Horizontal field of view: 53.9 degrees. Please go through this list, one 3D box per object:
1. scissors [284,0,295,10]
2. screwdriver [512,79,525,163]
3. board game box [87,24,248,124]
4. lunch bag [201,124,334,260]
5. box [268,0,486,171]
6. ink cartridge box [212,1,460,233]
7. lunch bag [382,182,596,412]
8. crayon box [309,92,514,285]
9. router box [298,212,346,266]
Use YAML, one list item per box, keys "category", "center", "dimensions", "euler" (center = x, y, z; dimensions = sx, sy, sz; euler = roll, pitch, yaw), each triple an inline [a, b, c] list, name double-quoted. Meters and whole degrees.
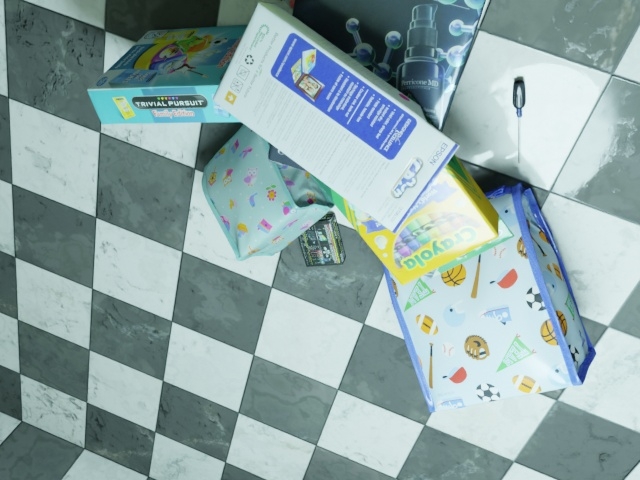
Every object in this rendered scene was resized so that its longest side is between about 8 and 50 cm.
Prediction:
- category: "scissors"
  center: [-0.057, -0.473, 1.200]
  dimensions: [0.297, 0.021, 0.109]
  euler: [36, 125, -4]
- category: "screwdriver"
  center: [0.382, -0.222, 1.202]
  dimensions: [0.025, 0.024, 0.170]
  euler: [17, 131, 44]
- category: "board game box"
  center: [-0.228, -0.323, 1.204]
  dimensions: [0.335, 0.254, 0.079]
  euler: [2, 132, 18]
- category: "lunch bag"
  center: [-0.127, -0.122, 1.352]
  dimensions: [0.223, 0.160, 0.262]
  euler: [-39, 69, 34]
- category: "box"
  center: [0.100, -0.310, 1.124]
  dimensions: [0.293, 0.212, 0.396]
  euler: [17, 124, 6]
- category: "ink cartridge box"
  center: [0.020, -0.190, 0.975]
  dimensions: [0.370, 0.069, 0.176]
  euler: [38, 119, 9]
- category: "lunch bag"
  center: [0.330, 0.111, 1.288]
  dimensions: [0.327, 0.239, 0.386]
  euler: [-23, 88, 30]
- category: "crayon box"
  center: [0.163, -0.060, 1.086]
  dimensions: [0.203, 0.083, 0.323]
  euler: [-31, 110, 30]
- category: "router box"
  center: [0.000, 0.000, 1.458]
  dimensions: [0.092, 0.038, 0.123]
  euler: [-3, 119, 21]
